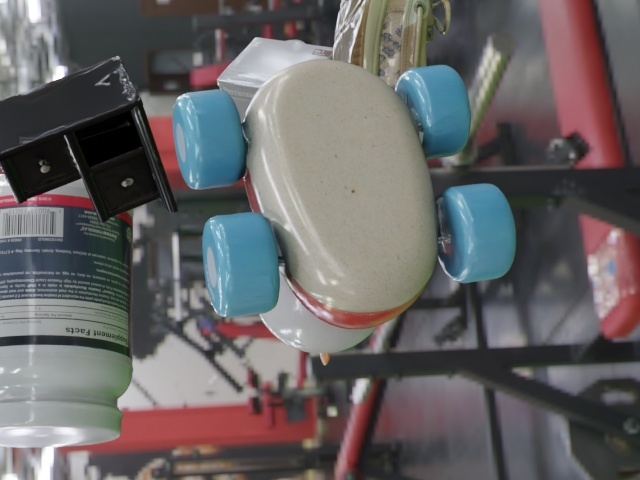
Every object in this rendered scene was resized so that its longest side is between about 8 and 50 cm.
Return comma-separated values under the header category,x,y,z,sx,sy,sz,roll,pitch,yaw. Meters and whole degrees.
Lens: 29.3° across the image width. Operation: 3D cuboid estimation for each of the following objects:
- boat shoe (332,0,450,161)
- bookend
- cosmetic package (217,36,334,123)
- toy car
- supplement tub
category,x,y,z,sx,sy,sz,roll,pitch,yaw
boat shoe,0.062,-0.153,1.088,0.104,0.089,0.285,172,107,-76
bookend,-0.236,-0.074,1.177,0.156,0.157,0.072,79,165,-49
cosmetic package,-0.027,-0.127,1.526,0.107,0.127,0.238,-55,-39,-33
toy car,0.000,0.000,0.971,0.238,0.219,0.210,110,147,-59
supplement tub,-0.298,0.077,1.323,0.191,0.191,0.272,109,160,-72
